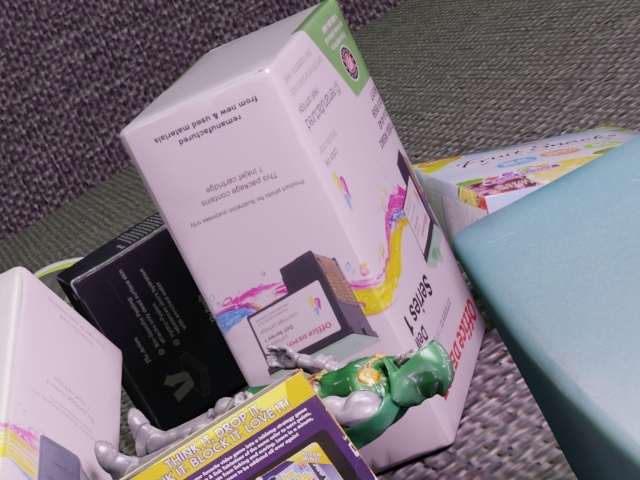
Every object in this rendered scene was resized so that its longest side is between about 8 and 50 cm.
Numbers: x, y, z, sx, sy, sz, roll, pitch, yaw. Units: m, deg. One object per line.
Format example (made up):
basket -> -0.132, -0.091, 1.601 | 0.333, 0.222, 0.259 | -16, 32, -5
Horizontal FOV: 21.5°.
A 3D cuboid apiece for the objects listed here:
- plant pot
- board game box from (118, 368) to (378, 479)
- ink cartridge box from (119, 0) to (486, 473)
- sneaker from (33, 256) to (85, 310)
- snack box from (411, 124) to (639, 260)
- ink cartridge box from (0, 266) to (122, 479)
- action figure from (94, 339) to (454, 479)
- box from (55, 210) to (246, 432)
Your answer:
plant pot -> 0.185, 0.068, 0.769 | 0.165, 0.165, 0.234 | -28, 21, 6
board game box -> -0.043, 0.172, 0.901 | 0.170, 0.141, 0.048 | -31, -29, -10
ink cartridge box -> 0.000, 0.000, 1.150 | 0.117, 0.278, 0.201 | -21, 15, 19
sneaker -> -0.232, 0.073, 1.756 | 0.300, 0.111, 0.121 | -26, 17, 24
snack box -> 0.176, -0.033, 1.256 | 0.174, 0.070, 0.207 | -12, 9, -11
ink cartridge box -> -0.241, 0.209, 1.045 | 0.207, 0.119, 0.353 | -25, 41, 20
action figure -> -0.023, 0.104, 1.018 | 0.232, 0.063, 0.137 | -18, 14, 24
box -> -0.118, 0.057, 1.451 | 0.158, 0.156, 0.093 | -33, 13, -13
